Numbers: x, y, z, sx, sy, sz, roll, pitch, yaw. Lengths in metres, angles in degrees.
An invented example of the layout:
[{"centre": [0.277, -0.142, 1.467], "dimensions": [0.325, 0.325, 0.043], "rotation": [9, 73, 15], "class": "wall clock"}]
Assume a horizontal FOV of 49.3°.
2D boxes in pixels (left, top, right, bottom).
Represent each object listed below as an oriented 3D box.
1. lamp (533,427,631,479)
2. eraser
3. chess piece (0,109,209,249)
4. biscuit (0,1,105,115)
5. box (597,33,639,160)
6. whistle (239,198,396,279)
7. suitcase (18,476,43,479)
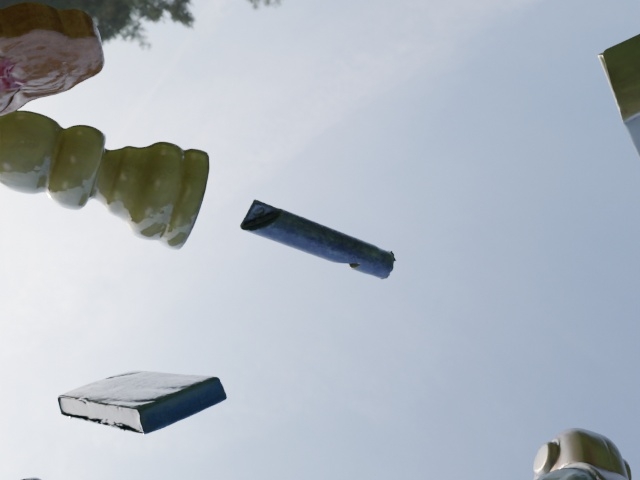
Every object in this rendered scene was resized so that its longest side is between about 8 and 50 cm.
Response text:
[{"centre": [0.221, 0.272, 0.628], "dimensions": [0.108, 0.179, 0.246], "rotation": [24, -145, 0], "class": "lamp"}, {"centre": [-0.292, 0.248, 1.103], "dimensions": [0.144, 0.042, 0.312], "rotation": [-15, -176, -41], "class": "eraser"}, {"centre": [-0.326, -0.102, 1.010], "dimensions": [0.167, 0.300, 0.167], "rotation": [-52, -152, 43], "class": "chess piece"}, {"centre": [-0.381, -0.162, 0.675], "dimensions": [0.334, 0.202, 0.047], "rotation": [-14, -102, -18], "class": "biscuit"}, {"centre": [0.498, -0.180, 0.898], "dimensions": [0.200, 0.299, 0.106], "rotation": [-22, -115, 26], "class": "box"}, {"centre": [0.000, 0.000, 1.245], "dimensions": [0.062, 0.304, 0.062], "rotation": [-37, -137, 44], "class": "whistle"}, {"centre": [-0.201, 0.379, 0.477], "dimensions": [0.188, 0.339, 0.345], "rotation": [-29, -115, -34], "class": "suitcase"}]
